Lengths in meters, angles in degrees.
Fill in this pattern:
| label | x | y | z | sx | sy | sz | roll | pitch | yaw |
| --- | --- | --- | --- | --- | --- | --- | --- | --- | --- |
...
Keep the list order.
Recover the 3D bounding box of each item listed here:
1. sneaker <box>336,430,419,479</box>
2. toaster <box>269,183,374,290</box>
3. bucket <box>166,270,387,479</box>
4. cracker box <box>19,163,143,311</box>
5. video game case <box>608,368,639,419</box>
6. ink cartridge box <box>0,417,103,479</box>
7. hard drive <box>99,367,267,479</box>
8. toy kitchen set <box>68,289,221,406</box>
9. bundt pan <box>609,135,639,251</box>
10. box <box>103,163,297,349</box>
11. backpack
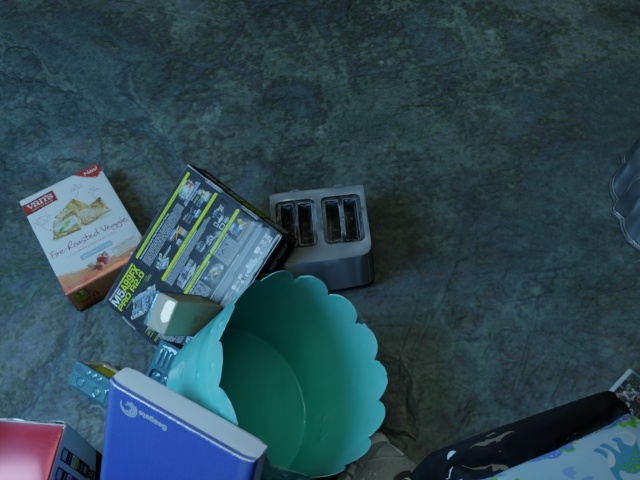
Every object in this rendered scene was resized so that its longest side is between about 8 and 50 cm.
| label | x | y | z | sx | sy | sz | roll | pitch | yaw |
| --- | --- | --- | --- | --- | --- | --- | --- | --- | --- |
| sneaker | 0.065 | 0.381 | 1.057 | 0.132 | 0.086 | 0.229 | 30 | 64 | 19 |
| toaster | 0.000 | 0.000 | 1.292 | 0.168 | 0.110 | 0.186 | -6 | 57 | 2 |
| bucket | -0.064 | 0.201 | 1.063 | 0.281 | 0.183 | 0.281 | 19 | 55 | -30 |
| cracker box | -0.407 | -0.011 | 1.360 | 0.155 | 0.067 | 0.232 | -30 | 59 | -14 |
| video game case | 0.455 | 0.303 | 1.108 | 0.190 | 0.022 | 0.173 | -40 | 63 | -18 |
| ink cartridge box | -0.395 | 0.394 | 0.975 | 0.130 | 0.272 | 0.309 | 2 | 59 | 8 |
| hard drive | -0.189 | 0.338 | 0.984 | 0.210 | 0.319 | 0.040 | 24 | 30 | 19 |
| toy kitchen set | -0.278 | 0.156 | 1.153 | 0.166 | 0.122 | 0.207 | 23 | 92 | 24 |
| bundt pan | 0.659 | -0.093 | 1.285 | 0.331 | 0.124 | 0.331 | -3 | 57 | 4 |
| box | -0.194 | 0.049 | 1.234 | 0.216 | 0.060 | 0.270 | 36 | 97 | 25 |
| backpack | 0.311 | 0.357 | 0.845 | 0.290 | 0.273 | 0.355 | -13 | 69 | -19 |
